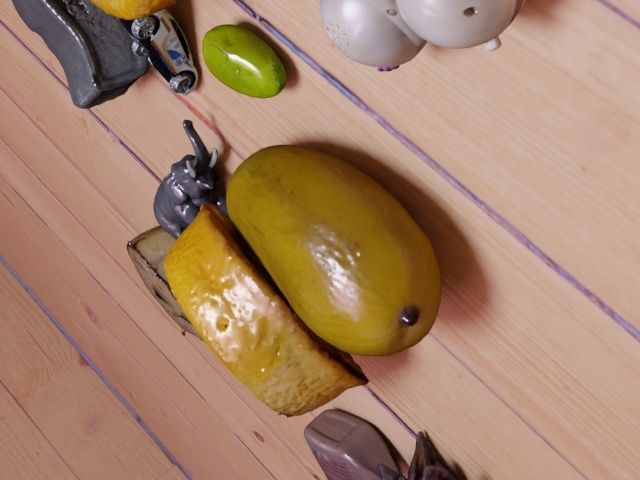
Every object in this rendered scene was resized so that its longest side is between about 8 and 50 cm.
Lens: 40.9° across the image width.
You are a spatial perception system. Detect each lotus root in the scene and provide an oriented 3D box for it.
[{"bbox_3d":[-0.237,0.094,1.499,0.260,0.074,0.170,52,155,0],"label":"lotus root"}]

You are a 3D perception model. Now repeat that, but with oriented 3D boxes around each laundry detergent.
[{"bbox_3d":[0.078,0.380,1.321,0.171,0.076,0.237,10,131,55],"label":"laundry detergent"}]

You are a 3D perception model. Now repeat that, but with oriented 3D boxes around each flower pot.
[{"bbox_3d":[-0.316,-0.293,1.118,0.108,0.103,0.229,-7,115,61],"label":"flower pot"}]

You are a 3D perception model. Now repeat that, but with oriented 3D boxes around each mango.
[{"bbox_3d":[0.001,-0.005,0.902,0.332,0.142,0.195,42,151,39],"label":"mango"},{"bbox_3d":[-0.079,-0.187,0.906,0.108,0.056,0.073,34,154,29],"label":"mango"}]

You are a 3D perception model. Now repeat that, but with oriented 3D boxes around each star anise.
[{"bbox_3d":[0.157,0.373,1.140,0.212,0.129,0.283,52,146,-11],"label":"star anise"}]

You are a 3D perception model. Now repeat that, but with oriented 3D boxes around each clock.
[{"bbox_3d":[0.062,-0.194,0.611,0.231,0.103,0.144,6,129,60],"label":"clock"}]

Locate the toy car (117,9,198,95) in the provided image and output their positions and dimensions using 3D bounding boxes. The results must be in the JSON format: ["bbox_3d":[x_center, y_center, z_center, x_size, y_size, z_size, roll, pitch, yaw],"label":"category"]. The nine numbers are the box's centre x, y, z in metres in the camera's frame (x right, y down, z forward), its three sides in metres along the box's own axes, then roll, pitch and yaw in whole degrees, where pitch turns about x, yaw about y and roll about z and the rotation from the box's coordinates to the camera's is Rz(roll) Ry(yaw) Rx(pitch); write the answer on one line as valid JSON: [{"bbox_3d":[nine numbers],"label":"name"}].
[{"bbox_3d":[-0.199,-0.245,1.014,0.095,0.056,0.205,43,174,24],"label":"toy car"}]

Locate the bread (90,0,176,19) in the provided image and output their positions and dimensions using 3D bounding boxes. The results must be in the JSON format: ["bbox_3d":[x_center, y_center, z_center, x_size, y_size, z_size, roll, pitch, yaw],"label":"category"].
[{"bbox_3d":[-0.189,-0.300,0.850,0.229,0.143,0.139,38,149,34],"label":"bread"}]

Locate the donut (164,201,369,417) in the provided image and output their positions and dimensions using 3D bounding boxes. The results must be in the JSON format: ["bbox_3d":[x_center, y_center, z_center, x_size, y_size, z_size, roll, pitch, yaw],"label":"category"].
[{"bbox_3d":[-0.075,0.096,1.061,0.303,0.110,0.303,49,-179,-1],"label":"donut"}]

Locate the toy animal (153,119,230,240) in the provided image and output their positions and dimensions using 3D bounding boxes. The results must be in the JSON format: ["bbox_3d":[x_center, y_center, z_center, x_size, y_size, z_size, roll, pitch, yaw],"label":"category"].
[{"bbox_3d":[-0.164,-0.054,1.182,0.137,0.082,0.269,50,155,5],"label":"toy animal"}]
